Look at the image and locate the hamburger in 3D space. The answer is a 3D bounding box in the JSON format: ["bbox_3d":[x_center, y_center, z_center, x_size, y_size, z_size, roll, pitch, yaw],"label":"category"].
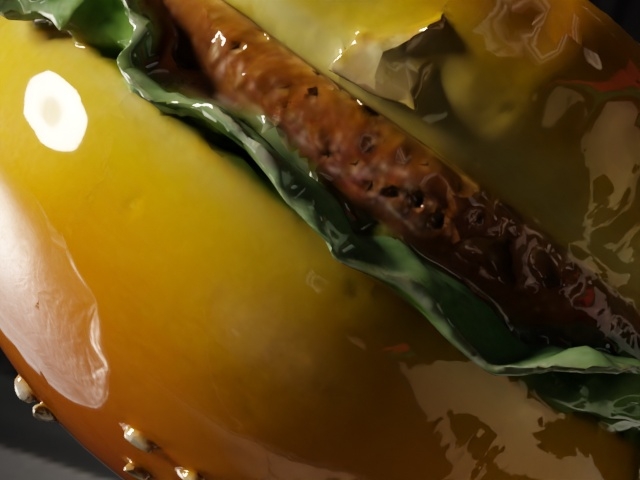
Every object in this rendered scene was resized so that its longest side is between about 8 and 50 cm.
[{"bbox_3d":[-0.001,-0.001,0.427,0.246,0.170,0.246,37,5,-4],"label":"hamburger"}]
